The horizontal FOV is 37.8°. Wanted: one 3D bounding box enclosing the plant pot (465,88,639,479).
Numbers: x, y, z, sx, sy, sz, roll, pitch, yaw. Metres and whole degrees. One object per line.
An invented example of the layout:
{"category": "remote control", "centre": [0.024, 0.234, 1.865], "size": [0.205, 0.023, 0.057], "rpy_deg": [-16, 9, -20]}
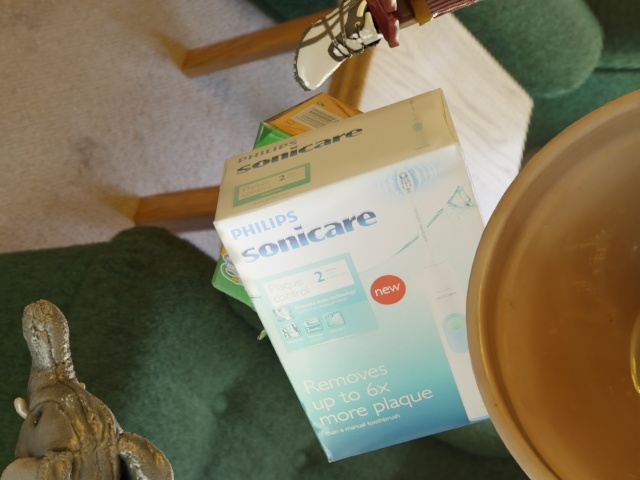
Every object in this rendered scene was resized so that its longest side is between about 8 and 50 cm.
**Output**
{"category": "plant pot", "centre": [0.199, 0.045, 0.453], "size": [0.110, 0.237, 0.237], "rpy_deg": [43, 54, -58]}

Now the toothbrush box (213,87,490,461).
{"category": "toothbrush box", "centre": [0.058, 0.039, 0.871], "size": [0.126, 0.216, 0.295], "rpy_deg": [-91, 162, -60]}

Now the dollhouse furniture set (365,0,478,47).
{"category": "dollhouse furniture set", "centre": [0.099, -0.443, 1.142], "size": [0.152, 0.201, 0.374], "rpy_deg": [71, -5, -68]}

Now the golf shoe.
{"category": "golf shoe", "centre": [0.037, -0.301, 1.374], "size": [0.077, 0.094, 0.198], "rpy_deg": [32, 93, -45]}

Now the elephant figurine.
{"category": "elephant figurine", "centre": [-0.219, 0.210, 0.823], "size": [0.169, 0.186, 0.239], "rpy_deg": [-67, 177, -58]}

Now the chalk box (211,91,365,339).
{"category": "chalk box", "centre": [0.000, 0.000, 1.129], "size": [0.180, 0.179, 0.289], "rpy_deg": [-40, 153, -59]}
